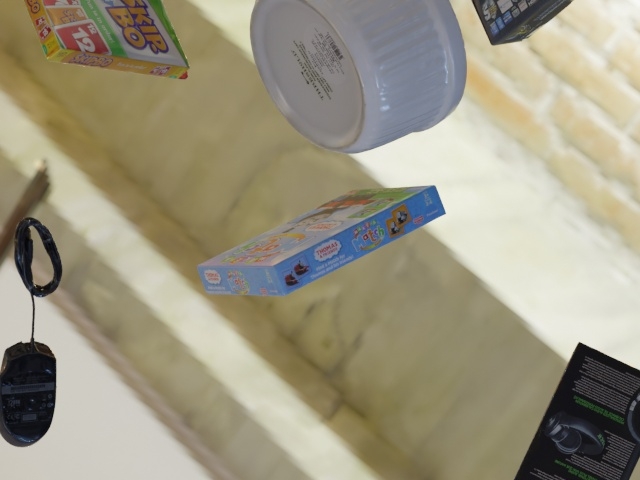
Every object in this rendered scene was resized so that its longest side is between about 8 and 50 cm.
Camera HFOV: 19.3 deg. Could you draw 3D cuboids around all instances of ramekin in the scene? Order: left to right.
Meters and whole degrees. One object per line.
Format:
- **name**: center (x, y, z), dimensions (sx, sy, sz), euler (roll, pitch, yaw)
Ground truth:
- **ramekin**: center (0.026, -0.179, 1.749), dimensions (0.109, 0.207, 0.207), euler (-31, -115, -29)

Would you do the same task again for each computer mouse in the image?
- **computer mouse**: center (-0.307, 0.095, 1.956), dimensions (0.071, 0.242, 0.041), euler (1, -174, -35)

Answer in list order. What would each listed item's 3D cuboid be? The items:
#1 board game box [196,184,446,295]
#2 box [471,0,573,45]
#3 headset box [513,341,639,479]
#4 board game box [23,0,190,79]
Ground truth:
- **board game box**: center (0.000, 0.000, 1.939), dimensions (0.211, 0.160, 0.039), euler (-27, -76, -29)
- **box**: center (0.242, -0.355, 2.144), dimensions (0.059, 0.232, 0.183), euler (-12, -104, -35)
- **headset box**: center (0.322, 0.284, 2.360), dimensions (0.131, 0.283, 0.246), euler (25, 178, 10)
- **board game box**: center (-0.263, -0.270, 2.359), dimensions (0.259, 0.039, 0.124), euler (5, -123, -55)
